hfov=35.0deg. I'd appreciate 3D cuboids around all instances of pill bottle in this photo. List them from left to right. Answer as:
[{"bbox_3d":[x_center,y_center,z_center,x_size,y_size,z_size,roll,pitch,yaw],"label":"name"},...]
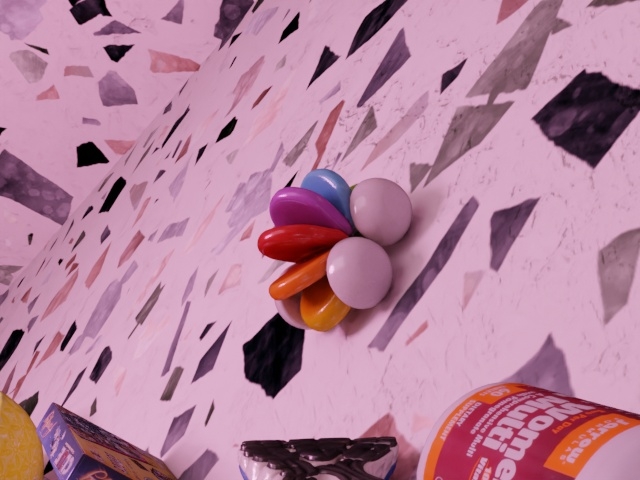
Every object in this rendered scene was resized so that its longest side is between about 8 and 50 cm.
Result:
[{"bbox_3d":[0.153,0.150,0.543,0.121,0.121,0.221,-60,20,-11],"label":"pill bottle"}]

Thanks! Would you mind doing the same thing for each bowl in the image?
[{"bbox_3d":[-0.518,0.400,1.603,0.289,0.156,0.289,-46,22,25],"label":"bowl"}]

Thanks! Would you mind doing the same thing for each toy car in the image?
[{"bbox_3d":[0.000,0.000,1.087,0.159,0.136,0.182,-29,33,51],"label":"toy car"}]

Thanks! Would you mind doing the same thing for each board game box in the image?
[{"bbox_3d":[-0.231,0.265,1.160,0.042,0.165,0.243,-59,20,-8],"label":"board game box"}]

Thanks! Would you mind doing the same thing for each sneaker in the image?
[{"bbox_3d":[0.002,0.227,0.729,0.330,0.129,0.147,-77,-14,-87],"label":"sneaker"}]
